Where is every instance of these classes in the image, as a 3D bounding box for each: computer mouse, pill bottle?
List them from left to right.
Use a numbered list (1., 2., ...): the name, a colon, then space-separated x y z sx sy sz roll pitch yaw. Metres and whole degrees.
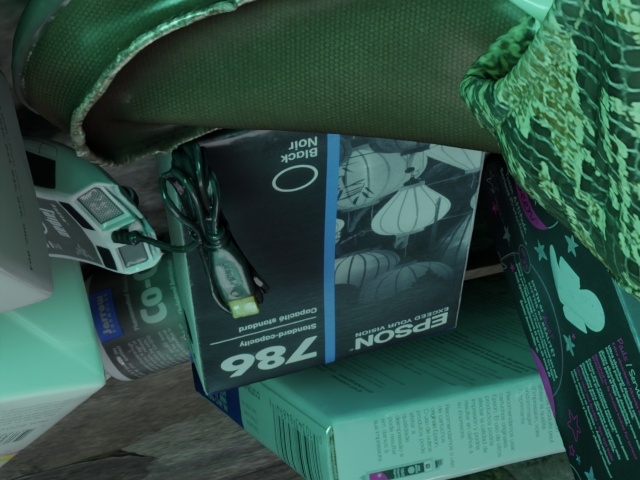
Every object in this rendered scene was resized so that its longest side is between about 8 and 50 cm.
1. computer mouse: -0.108 -0.020 0.773 0.193 0.042 0.106 15 149 35
2. pill bottle: -0.113 0.048 1.066 0.137 0.078 0.078 -20 165 13

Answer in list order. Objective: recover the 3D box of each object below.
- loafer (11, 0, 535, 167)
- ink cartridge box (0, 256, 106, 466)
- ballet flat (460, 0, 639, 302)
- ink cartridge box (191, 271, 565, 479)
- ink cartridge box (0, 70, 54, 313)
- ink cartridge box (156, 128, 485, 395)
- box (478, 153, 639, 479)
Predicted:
1. loafer: 0.056 -0.094 0.625 0.366 0.130 0.134 -18 165 6
2. ink cartridge box: -0.299 0.103 0.984 0.207 0.119 0.353 -7 161 -34
3. ballet flat: 0.103 -0.145 0.371 0.164 0.182 0.483 -47 163 -26
4. ink cartridge box: 0.101 0.097 1.221 0.330 0.071 0.324 -8 -170 -19
5. ink cartridge box: -0.231 -0.019 0.586 0.198 0.114 0.273 -16 170 2
6. ink cartridge box: 0.000 0.000 0.893 0.165 0.065 0.332 -15 152 -8
7. box: 0.230 0.031 1.033 0.163 0.247 0.142 -12 164 -19
